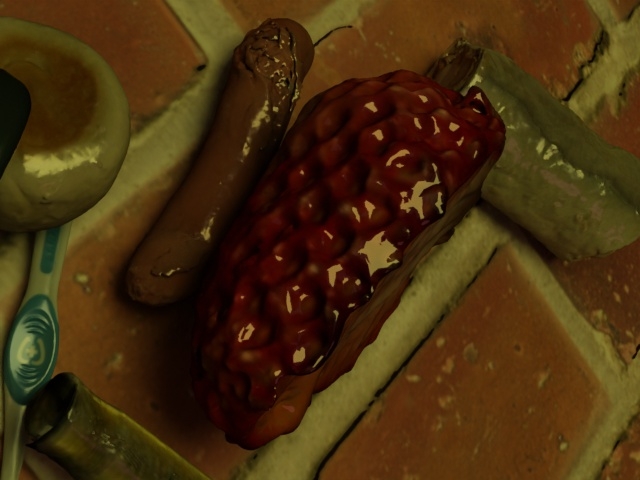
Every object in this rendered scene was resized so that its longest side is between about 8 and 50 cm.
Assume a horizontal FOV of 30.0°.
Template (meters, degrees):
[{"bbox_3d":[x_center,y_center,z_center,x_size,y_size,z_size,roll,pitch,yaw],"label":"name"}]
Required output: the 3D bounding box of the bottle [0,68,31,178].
[{"bbox_3d":[-0.336,-0.097,0.638,0.336,0.144,0.144,28,59,-19],"label":"bottle"}]

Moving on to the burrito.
[{"bbox_3d":[0.224,-0.081,1.189,0.299,0.105,0.143,33,53,-24],"label":"burrito"}]

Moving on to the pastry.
[{"bbox_3d":[-0.212,-0.080,0.836,0.156,0.092,0.156,12,62,-23],"label":"pastry"}]

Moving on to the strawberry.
[{"bbox_3d":[0.000,0.000,0.908,0.149,0.265,0.336,37,50,7],"label":"strawberry"}]

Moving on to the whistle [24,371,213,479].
[{"bbox_3d":[-0.079,0.204,0.857,0.326,0.057,0.068,44,29,-30],"label":"whistle"}]

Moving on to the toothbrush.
[{"bbox_3d":[-0.203,0.071,0.846,0.040,0.040,0.386,22,59,-32],"label":"toothbrush"}]

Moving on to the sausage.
[{"bbox_3d":[-0.073,-0.067,0.965,0.078,0.078,0.304,36,57,-24],"label":"sausage"}]
